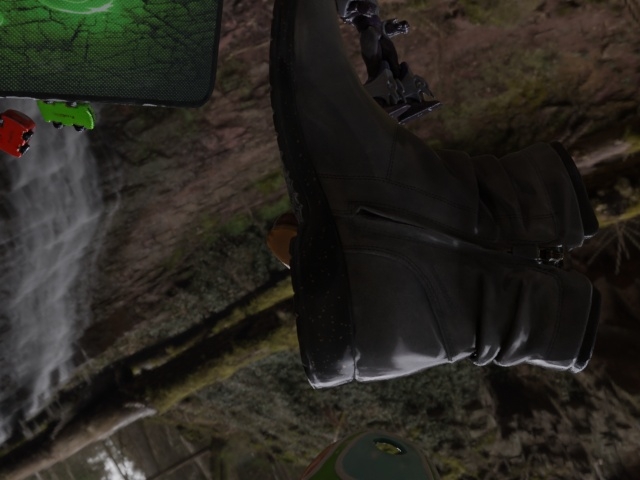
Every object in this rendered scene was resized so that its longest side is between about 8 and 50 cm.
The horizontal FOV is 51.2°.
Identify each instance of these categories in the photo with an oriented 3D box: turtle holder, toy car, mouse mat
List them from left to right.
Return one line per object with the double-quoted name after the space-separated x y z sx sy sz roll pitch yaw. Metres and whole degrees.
-0.473 -0.231 1.118 0.225 0.239 0.053 11 -130 11 "toy car"
-0.118 -0.141 0.312 0.007 0.152 0.190 22 -159 40 "mouse mat"
0.109 0.419 1.007 0.321 0.243 0.227 -2 -140 25 "turtle holder"

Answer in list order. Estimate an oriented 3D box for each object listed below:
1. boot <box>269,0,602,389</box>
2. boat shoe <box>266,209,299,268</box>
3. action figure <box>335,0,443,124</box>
0.080 -0.058 0.521 0.223 0.338 0.118 -7 172 0 "boot"
0.047 0.024 0.670 0.073 0.207 0.073 -43 -160 55 "boat shoe"
0.090 -0.328 1.083 0.099 0.284 0.185 -26 170 36 "action figure"
